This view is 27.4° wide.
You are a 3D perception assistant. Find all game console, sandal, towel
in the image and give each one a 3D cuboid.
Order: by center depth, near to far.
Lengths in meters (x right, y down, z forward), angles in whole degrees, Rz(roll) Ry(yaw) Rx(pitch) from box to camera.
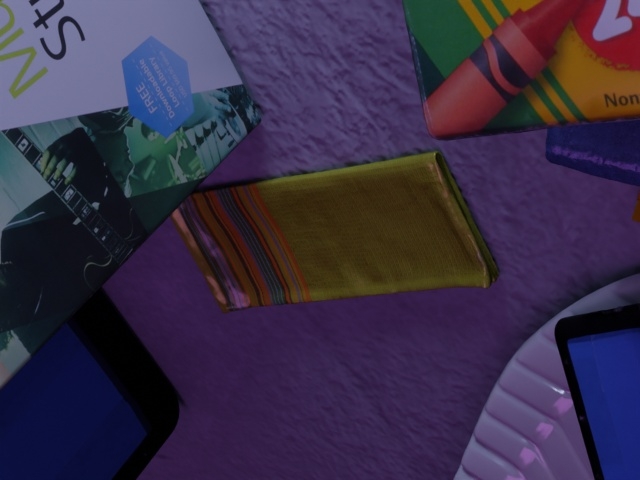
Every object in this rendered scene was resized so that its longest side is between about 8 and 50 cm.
[{"bbox_3d":[0.178,-0.059,0.677,0.120,0.029,0.067,15,100,21],"label":"towel"},{"bbox_3d":[0.175,0.099,0.724,0.071,0.107,0.122,-16,89,12],"label":"game console"},{"bbox_3d":[0.171,0.169,0.856,0.169,0.102,0.416,45,126,21],"label":"sandal"},{"bbox_3d":[0.000,0.000,0.886,0.237,0.021,0.102,-7,123,40],"label":"towel"},{"bbox_3d":[-0.203,0.116,0.933,0.173,0.293,0.250,36,139,1],"label":"game console"}]

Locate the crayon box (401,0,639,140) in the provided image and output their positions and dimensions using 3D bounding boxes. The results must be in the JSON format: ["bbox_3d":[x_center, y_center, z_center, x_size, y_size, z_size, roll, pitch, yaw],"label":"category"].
[{"bbox_3d":[0.112,-0.206,0.496,0.202,0.081,0.318,-4,104,37],"label":"crayon box"}]

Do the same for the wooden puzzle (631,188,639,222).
[{"bbox_3d":[0.226,-0.024,0.705,0.116,0.014,0.078,16,139,25],"label":"wooden puzzle"}]

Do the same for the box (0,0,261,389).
[{"bbox_3d":[-0.184,-0.072,0.721,0.059,0.322,0.232,-4,125,43],"label":"box"}]
